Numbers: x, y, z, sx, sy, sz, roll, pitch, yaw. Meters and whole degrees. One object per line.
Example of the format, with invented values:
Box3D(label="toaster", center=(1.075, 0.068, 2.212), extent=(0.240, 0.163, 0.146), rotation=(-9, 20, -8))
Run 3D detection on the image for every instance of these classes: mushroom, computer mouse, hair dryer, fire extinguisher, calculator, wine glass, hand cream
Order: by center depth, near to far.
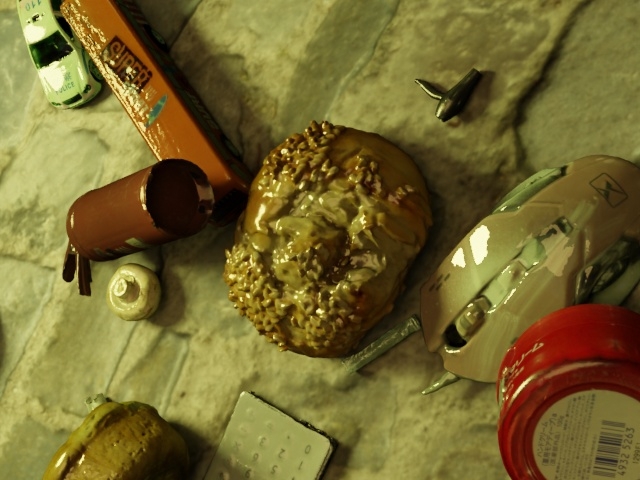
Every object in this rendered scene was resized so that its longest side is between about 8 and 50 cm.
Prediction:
Box3D(label="hand cream", center=(0.310, 0.196, 1.367), extent=(0.230, 0.149, 0.230), rotation=(3, 111, 7))
Box3D(label="computer mouse", center=(0.238, 0.046, 1.476), extent=(0.389, 0.115, 0.199), rotation=(-46, 66, 14))
Box3D(label="hair dryer", center=(0.159, -0.201, 1.582), extent=(0.083, 0.031, 0.079), rotation=(38, 91, 31))
Box3D(label="calculator", center=(-0.094, 0.351, 1.654), extent=(0.161, 0.021, 0.261), rotation=(27, 97, 25))
Box3D(label="fire extinguisher", center=(-0.275, -0.010, 1.673), extent=(0.337, 0.107, 0.147), rotation=(-16, 67, 53))
Box3D(label="mushroom", center=(-0.267, 0.073, 1.731), extent=(0.084, 0.067, 0.083), rotation=(-8, 72, 28))
Box3D(label="wine glass", center=(-0.316, 0.263, 1.754), extent=(0.042, 0.039, 0.083), rotation=(-34, 70, 28))

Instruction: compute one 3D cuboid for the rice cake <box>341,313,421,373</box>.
Box3D(label="rice cake", center=(0.080, 0.136, 1.590), extent=(0.121, 0.021, 0.022), rotation=(-35, 83, 18))

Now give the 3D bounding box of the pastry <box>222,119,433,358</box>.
Box3D(label="pastry", center=(0.000, 0.000, 1.564), extent=(0.255, 0.162, 0.310), rotation=(25, 95, 27))

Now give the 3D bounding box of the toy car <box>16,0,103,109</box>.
Box3D(label="toy car", center=(-0.397, -0.307, 1.819), extent=(0.090, 0.076, 0.224), rotation=(-22, 77, 20))

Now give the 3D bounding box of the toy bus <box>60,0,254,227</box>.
Box3D(label="toy bus", center=(-0.228, -0.200, 1.721), extent=(0.093, 0.092, 0.408), rotation=(-40, 72, 14))

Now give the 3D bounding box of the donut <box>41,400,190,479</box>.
Box3D(label="donut", center=(-0.286, 0.348, 1.642), extent=(0.128, 0.208, 0.261), rotation=(26, 102, 24))
